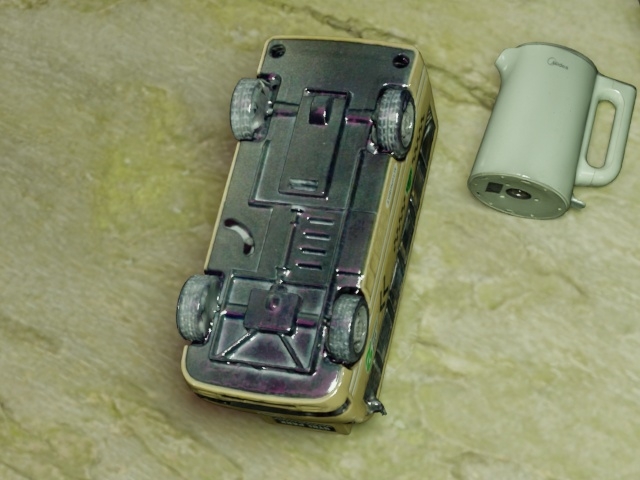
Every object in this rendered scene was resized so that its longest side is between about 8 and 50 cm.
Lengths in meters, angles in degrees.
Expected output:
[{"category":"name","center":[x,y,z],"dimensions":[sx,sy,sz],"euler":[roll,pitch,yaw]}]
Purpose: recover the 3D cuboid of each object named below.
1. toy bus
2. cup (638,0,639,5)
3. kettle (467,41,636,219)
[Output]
[{"category":"toy bus","center":[0.000,0.000,1.687],"dimensions":[0.177,0.202,0.365],"euler":[7,68,18]},{"category":"cup","center":[0.415,-0.168,1.585],"dimensions":[0.205,0.205,0.312],"euler":[-25,60,11]},{"category":"kettle","center":[0.217,-0.104,1.702],"dimensions":[0.127,0.098,0.148],"euler":[6,67,30]}]
